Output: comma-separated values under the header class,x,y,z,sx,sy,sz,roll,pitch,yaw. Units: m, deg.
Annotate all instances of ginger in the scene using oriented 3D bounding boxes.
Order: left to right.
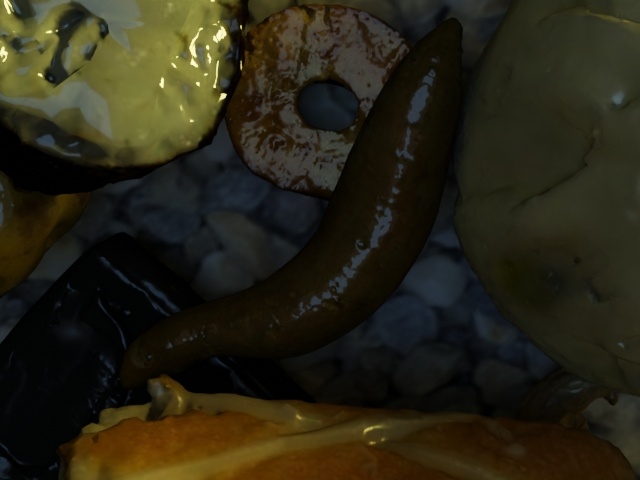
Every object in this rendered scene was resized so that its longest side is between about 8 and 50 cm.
class,x,y,z,sx,sy,sz,roll,pitch,yaw
ginger,0.174,0.155,0.763,0.069,0.051,0.173,23,107,2

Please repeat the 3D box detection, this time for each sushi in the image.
class,x,y,z,sx,sy,sz,roll,pitch,yaw
sushi,-0.114,-0.196,0.644,0.234,0.207,0.348,13,84,-13

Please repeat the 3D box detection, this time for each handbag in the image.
class,x,y,z,sx,sy,sz,roll,pitch,yaw
handbag,-0.159,0.156,0.810,0.244,0.088,0.275,41,107,1

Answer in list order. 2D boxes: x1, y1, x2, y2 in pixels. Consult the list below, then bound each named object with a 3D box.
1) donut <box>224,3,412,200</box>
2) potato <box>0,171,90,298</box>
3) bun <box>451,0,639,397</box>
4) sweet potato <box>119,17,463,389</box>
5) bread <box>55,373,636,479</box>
class,x,y,z,sx,sy,sz,roll,pitch,yaw
donut,0.007,-0.101,0.738,0.152,0.058,0.151,2,102,10
potato,-0.357,-0.074,0.767,0.369,0.176,0.195,16,129,11
bun,0.256,-0.048,0.620,0.365,0.219,0.365,3,103,14
sweet potato,0.003,0.007,0.699,0.108,0.079,0.346,42,105,-8
bread,0.018,0.303,0.599,0.390,0.371,0.279,8,125,-11
